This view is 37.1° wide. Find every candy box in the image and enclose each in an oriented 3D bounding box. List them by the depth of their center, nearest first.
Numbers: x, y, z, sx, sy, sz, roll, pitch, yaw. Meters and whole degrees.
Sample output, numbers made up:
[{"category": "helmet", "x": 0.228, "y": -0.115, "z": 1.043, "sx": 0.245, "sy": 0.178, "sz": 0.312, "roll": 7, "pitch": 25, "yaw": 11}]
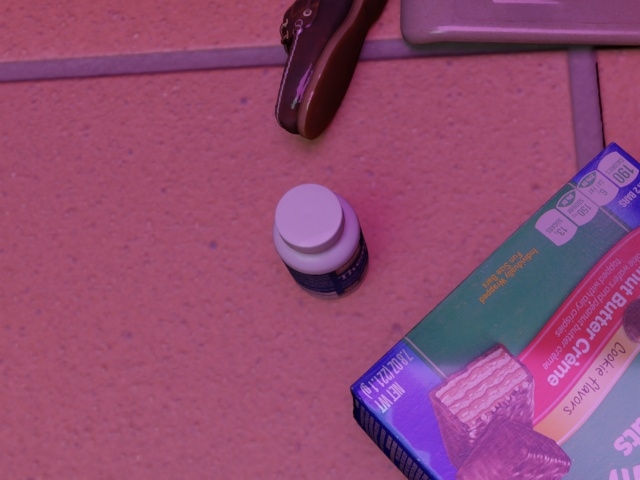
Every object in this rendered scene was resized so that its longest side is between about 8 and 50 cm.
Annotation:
[{"category": "candy box", "x": 0.221, "y": 0.137, "z": 0.657, "sx": 0.268, "sy": 0.122, "sz": 0.317, "roll": -42, "pitch": 73, "yaw": -10}]

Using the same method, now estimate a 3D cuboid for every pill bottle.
[{"category": "pill bottle", "x": 0.000, "y": 0.000, "z": 0.737, "sx": 0.067, "sy": 0.120, "sz": 0.067, "roll": -3, "pitch": 72, "yaw": 8}]

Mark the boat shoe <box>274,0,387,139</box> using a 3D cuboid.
[{"category": "boat shoe", "x": 0.003, "y": -0.182, "z": 0.826, "sx": 0.073, "sy": 0.073, "sz": 0.207, "roll": 18, "pitch": 68, "yaw": 15}]

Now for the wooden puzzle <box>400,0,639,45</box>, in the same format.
[{"category": "wooden puzzle", "x": 0.246, "y": -0.325, "z": 0.831, "sx": 0.348, "sy": 0.080, "sz": 0.322, "roll": 1, "pitch": 72, "yaw": 9}]
